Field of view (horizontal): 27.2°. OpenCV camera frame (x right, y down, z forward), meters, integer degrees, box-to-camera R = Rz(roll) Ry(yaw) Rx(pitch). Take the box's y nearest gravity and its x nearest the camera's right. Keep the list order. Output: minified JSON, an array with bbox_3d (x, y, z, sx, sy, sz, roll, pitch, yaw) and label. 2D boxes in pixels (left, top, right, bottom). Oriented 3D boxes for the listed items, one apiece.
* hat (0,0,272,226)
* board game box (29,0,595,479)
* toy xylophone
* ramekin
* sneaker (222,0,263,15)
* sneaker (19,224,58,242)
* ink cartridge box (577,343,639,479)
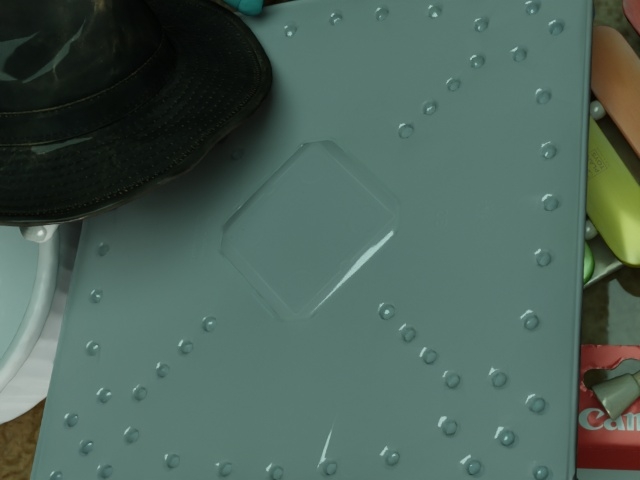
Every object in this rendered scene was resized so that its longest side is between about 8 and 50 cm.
[{"bbox_3d":[-0.199,-0.155,0.926,0.331,0.134,0.331,-4,37,3],"label":"hat"},{"bbox_3d":[0.000,0.000,0.929,0.390,0.050,0.390,-5,63,26],"label":"board game box"},{"bbox_3d":[0.217,-0.026,0.937,0.323,0.081,0.236,-39,67,4],"label":"toy xylophone"},{"bbox_3d":[-0.311,0.027,1.048,0.277,0.135,0.277,-3,78,14],"label":"ramekin"},{"bbox_3d":[0.010,-0.277,1.030,0.275,0.107,0.110,-40,85,-11],"label":"sneaker"},{"bbox_3d":[-0.171,-0.051,0.954,0.061,0.152,0.054,31,131,-16],"label":"sneaker"},{"bbox_3d":[0.217,0.182,0.922,0.181,0.056,0.224,0,81,14],"label":"ink cartridge box"}]
